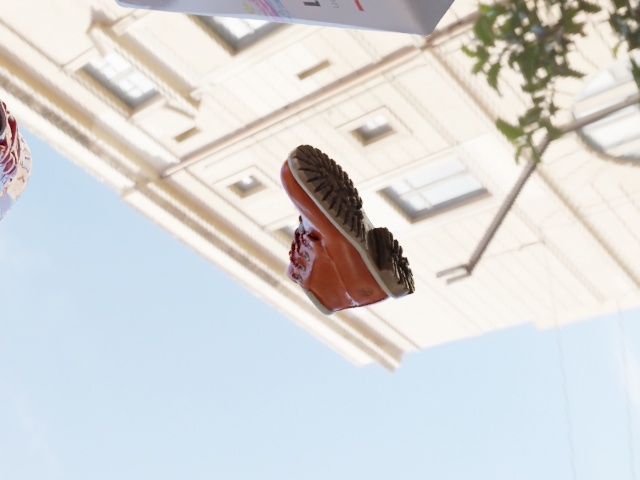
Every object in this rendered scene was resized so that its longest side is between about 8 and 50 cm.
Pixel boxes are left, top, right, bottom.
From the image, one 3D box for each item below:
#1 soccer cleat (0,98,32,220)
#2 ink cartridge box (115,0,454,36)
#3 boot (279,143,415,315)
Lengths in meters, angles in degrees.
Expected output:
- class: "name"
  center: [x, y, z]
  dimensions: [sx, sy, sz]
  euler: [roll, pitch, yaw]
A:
- class: "soccer cleat"
  center: [-0.262, -0.068, 0.644]
  dimensions: [0.109, 0.116, 0.318]
  euler: [64, -175, -3]
- class: "ink cartridge box"
  center: [-0.026, -0.236, 0.499]
  dimensions: [0.119, 0.353, 0.207]
  euler: [-56, -42, -22]
- class: "boot"
  center: [0.000, 0.000, 0.650]
  dimensions: [0.158, 0.084, 0.059]
  euler: [54, -154, -36]
